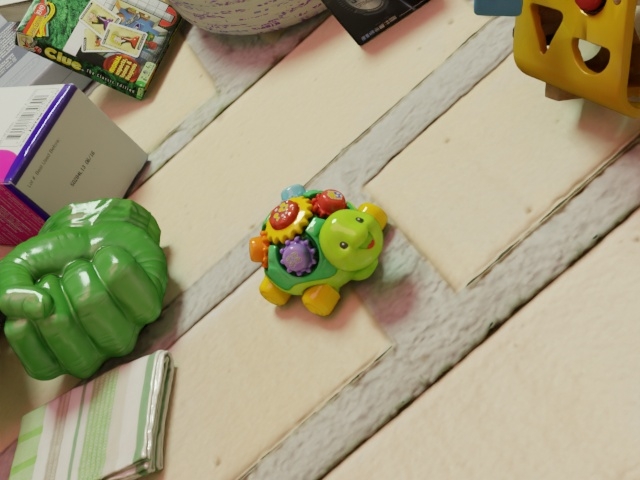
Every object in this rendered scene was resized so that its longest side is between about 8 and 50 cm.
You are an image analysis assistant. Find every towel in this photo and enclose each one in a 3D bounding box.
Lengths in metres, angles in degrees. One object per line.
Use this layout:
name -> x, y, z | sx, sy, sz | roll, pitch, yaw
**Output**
towel -> -0.177, 0.153, 1.123 | 0.152, 0.023, 0.113 | -26, 37, 27

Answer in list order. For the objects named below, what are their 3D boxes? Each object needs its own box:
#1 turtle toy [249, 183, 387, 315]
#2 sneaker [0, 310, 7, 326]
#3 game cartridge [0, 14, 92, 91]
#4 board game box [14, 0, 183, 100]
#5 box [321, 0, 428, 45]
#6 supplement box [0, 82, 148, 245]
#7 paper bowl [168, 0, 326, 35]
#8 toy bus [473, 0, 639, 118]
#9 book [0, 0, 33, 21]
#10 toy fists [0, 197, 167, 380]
turtle toy -> 0.000, 0.000, 1.061 | 0.130, 0.066, 0.095 | 10, 62, 48
sneaker -> -0.370, 0.059, 1.342 | 0.222, 0.083, 0.118 | 27, 68, 33
game cartridge -> -0.323, -0.178, 1.561 | 0.294, 0.060, 0.196 | -42, 33, 3
board game box -> -0.186, -0.270, 1.464 | 0.030, 0.136, 0.259 | 112, 180, -62
box -> 0.047, -0.210, 1.223 | 0.083, 0.067, 0.018 | -31, 38, 16
supplement box -> -0.284, -0.068, 1.362 | 0.220, 0.114, 0.111 | 6, 59, 45
paper bowl -> -0.056, -0.340, 1.351 | 0.284, 0.148, 0.284 | -18, 49, 21
toy bus -> 0.180, -0.147, 1.004 | 0.191, 0.104, 0.202 | 9, 22, 15
book -> -0.266, -0.274, 1.536 | 0.144, 0.035, 0.096 | 2, 52, 45
toy fists -> -0.258, 0.052, 1.189 | 0.279, 0.096, 0.142 | -11, 48, 8
